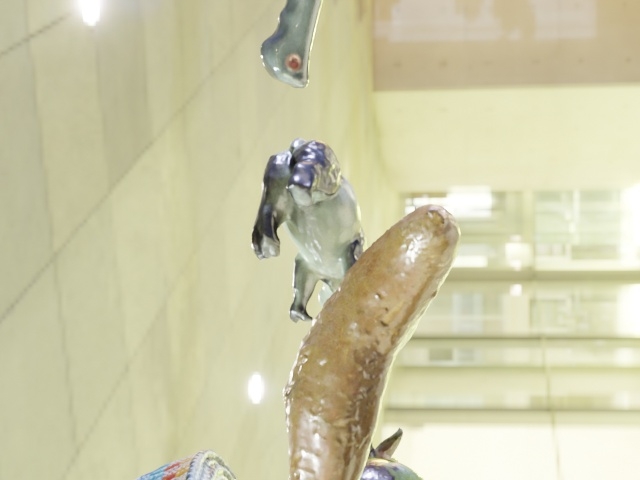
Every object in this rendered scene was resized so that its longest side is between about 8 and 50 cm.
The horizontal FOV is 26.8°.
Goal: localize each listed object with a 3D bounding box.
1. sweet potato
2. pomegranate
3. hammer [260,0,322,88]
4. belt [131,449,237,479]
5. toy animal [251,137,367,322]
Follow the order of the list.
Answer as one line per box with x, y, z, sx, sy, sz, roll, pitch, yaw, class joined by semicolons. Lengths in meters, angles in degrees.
0.024;0.114;1.190;0.114;0.092;0.342;37;-73;54;sweet potato
0.055;0.288;1.468;0.148;0.148;0.169;82;-8;-50;pomegranate
0.009;-0.247;0.911;0.033;0.111;0.288;-158;-97;-71;hammer
-0.154;0.381;1.652;0.295;0.160;0.207;-61;130;-81;belt
0.000;0.000;1.364;0.225;0.093;0.121;64;28;-30;toy animal
